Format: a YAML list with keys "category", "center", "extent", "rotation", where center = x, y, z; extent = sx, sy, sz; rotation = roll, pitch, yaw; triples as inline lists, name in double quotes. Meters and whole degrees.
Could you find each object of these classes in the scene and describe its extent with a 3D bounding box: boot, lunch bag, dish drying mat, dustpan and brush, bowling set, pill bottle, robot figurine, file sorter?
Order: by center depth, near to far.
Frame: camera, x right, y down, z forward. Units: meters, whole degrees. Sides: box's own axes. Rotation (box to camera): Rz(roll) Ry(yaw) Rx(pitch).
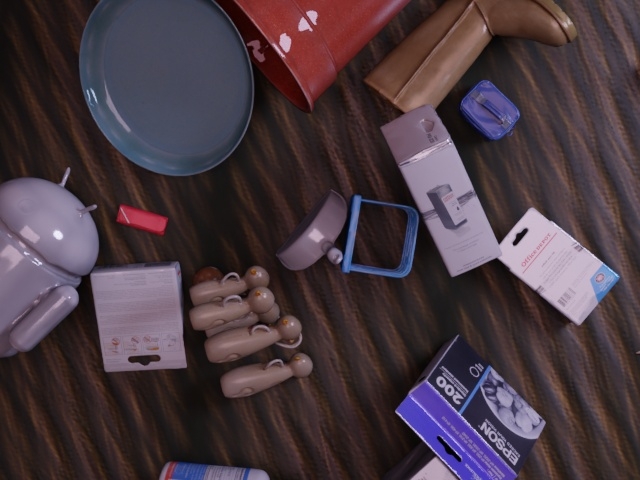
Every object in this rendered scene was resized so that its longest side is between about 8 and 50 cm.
- category: "dustpan and brush"
  center: [0.000, 0.000, 1.633]
  extent: [0.060, 0.211, 0.147]
  rotation: [40, 93, -9]
- category: "boot"
  center: [0.233, -0.286, 1.643]
  extent: [0.269, 0.089, 0.236]
  rotation: [-48, 53, 2]
- category: "file sorter"
  center: [0.091, -0.005, 1.644]
  extent: [0.104, 0.170, 0.118]
  rotation: [10, 92, -1]
- category: "bowling set"
  center: [-0.119, 0.101, 1.660]
  extent: [0.154, 0.287, 0.200]
  rotation: [-16, 57, -2]
- category: "robot figurine"
  center: [-0.495, 0.043, 1.664]
  extent: [0.353, 0.200, 0.300]
  rotation: [-47, 60, 4]
- category: "lunch bag"
  center: [0.271, -0.205, 1.678]
  extent: [0.098, 0.065, 0.067]
  rotation: [43, 93, 2]
- category: "pill bottle"
  center: [-0.148, 0.428, 1.690]
  extent: [0.221, 0.124, 0.124]
  rotation: [5, 92, 3]
- category: "dish drying mat"
  center: [-0.298, -0.034, 1.746]
  extent: [0.083, 0.008, 0.032]
  rotation: [17, 91, 3]

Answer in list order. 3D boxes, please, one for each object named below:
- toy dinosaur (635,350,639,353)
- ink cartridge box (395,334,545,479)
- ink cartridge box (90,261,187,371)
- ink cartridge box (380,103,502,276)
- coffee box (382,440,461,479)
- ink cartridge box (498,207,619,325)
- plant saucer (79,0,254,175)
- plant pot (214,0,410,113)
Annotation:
- category: "toy dinosaur"
  center: [0.609, 0.192, 1.674]
  extent: [0.183, 0.053, 0.093]
  rotation: [26, 94, 2]
- category: "ink cartridge box"
  center: [0.238, 0.275, 1.630]
  extent: [0.206, 0.208, 0.045]
  rotation: [46, 129, 1]
- category: "ink cartridge box"
  center: [-0.297, 0.127, 1.744]
  extent: [0.145, 0.045, 0.179]
  rotation: [-4, 109, 3]
- category: "ink cartridge box"
  center: [0.183, -0.078, 1.600]
  extent: [0.092, 0.158, 0.218]
  rotation: [-24, 119, 5]
- category: "coffee box"
  center: [0.237, 0.465, 1.646]
  extent: [0.119, 0.168, 0.297]
  rotation: [-42, 89, 4]
- category: "ink cartridge box"
  center: [0.373, 0.039, 1.680]
  extent: [0.180, 0.060, 0.104]
  rotation: [40, 94, 2]
- category: "plant saucer"
  center: [-0.240, -0.260, 1.666]
  extent: [0.317, 0.043, 0.318]
  rotation: [9, 112, 22]
- category: "plant pot"
  center: [-0.003, -0.384, 1.607]
  extent: [0.265, 0.272, 0.272]
  rotation: [-41, 89, -5]
